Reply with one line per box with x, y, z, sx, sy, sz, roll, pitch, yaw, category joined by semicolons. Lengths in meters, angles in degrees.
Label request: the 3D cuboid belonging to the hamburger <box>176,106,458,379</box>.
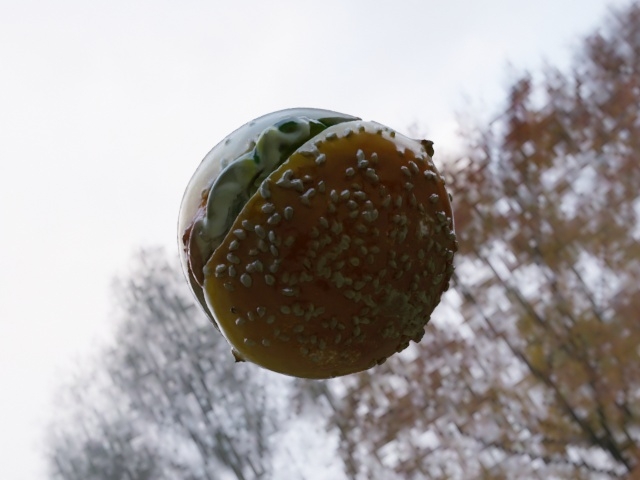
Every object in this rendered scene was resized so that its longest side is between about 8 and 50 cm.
-0.001;0.004;1.302;0.236;0.147;0.237;-2;-77;-7;hamburger
